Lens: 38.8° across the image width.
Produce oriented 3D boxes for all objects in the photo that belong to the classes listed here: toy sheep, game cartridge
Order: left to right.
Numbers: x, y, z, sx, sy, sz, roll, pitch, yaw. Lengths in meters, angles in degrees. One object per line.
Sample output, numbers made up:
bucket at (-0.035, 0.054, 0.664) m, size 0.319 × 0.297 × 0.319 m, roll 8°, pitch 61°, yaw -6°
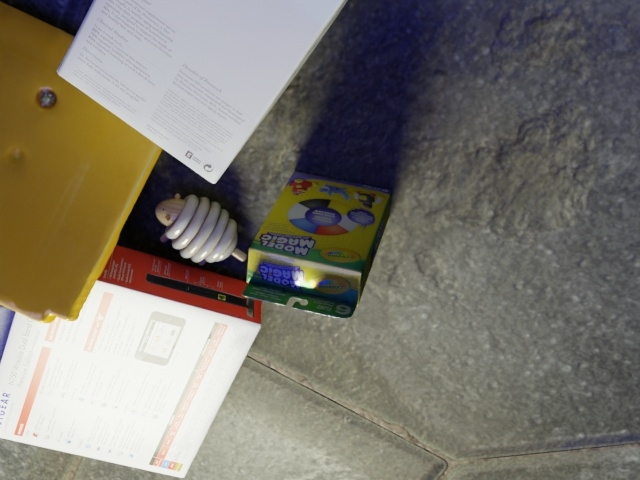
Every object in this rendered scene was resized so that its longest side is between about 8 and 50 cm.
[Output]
game cartridge at (-0.354, -0.094, 1.075) m, size 0.285 × 0.052 × 0.323 m, roll 26°, pitch 86°, yaw 0°
toy sheep at (-0.151, -0.011, 1.158) m, size 0.132 × 0.091 × 0.091 m, roll 29°, pitch 124°, yaw -19°

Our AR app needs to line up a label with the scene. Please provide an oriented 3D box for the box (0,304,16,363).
box at (-0.497, 0.112, 1.288) m, size 0.130 × 0.091 × 0.170 m, roll 46°, pitch 128°, yaw 25°

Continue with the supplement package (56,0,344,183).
supplement package at (-0.095, -0.244, 0.933) m, size 0.199 × 0.198 × 0.262 m, roll 36°, pitch 124°, yaw -7°

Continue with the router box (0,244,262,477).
router box at (-0.276, 0.165, 1.245) m, size 0.301 × 0.082 × 0.335 m, roll 18°, pitch 124°, yaw -16°

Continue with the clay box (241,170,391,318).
clay box at (0.000, 0.000, 1.038) m, size 0.128 × 0.222 × 0.053 m, roll 11°, pitch 122°, yaw 8°
